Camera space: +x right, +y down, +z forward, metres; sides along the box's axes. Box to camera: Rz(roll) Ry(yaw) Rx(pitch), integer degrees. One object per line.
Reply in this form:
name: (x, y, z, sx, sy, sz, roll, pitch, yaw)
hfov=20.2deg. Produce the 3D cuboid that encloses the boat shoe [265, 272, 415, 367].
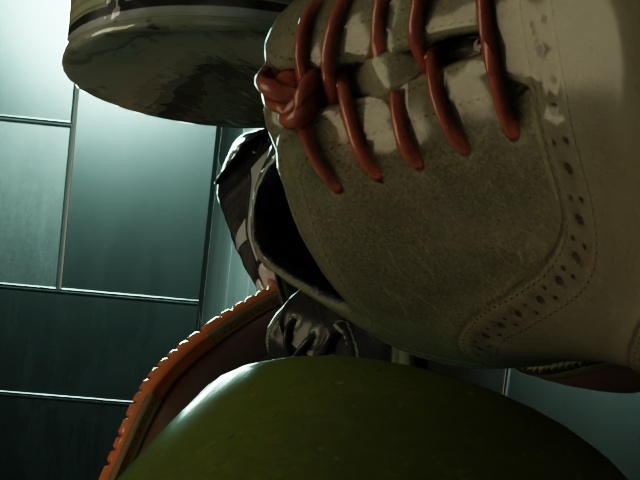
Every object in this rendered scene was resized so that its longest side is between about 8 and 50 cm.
boat shoe: (0.007, 0.057, 0.962, 0.223, 0.073, 0.080, -96, 13, -60)

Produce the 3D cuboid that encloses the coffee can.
coffee can: (-0.049, -0.228, 1.110, 0.201, 0.201, 0.275, 123, 151, -76)

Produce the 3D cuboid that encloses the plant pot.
plant pot: (-0.014, 0.183, 0.423, 0.275, 0.274, 0.293, 106, -177, -57)

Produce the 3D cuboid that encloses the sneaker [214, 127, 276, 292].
sneaker: (-0.022, -0.039, 1.124, 0.106, 0.078, 0.234, 53, 155, 22)

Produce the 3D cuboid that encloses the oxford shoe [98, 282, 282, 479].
oxford shoe: (-0.064, 0.173, 1.038, 0.364, 0.132, 0.130, -54, -41, -27)

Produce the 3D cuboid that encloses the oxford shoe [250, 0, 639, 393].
oxford shoe: (0.050, -0.024, 0.418, 0.348, 0.130, 0.123, 117, 157, -73)
